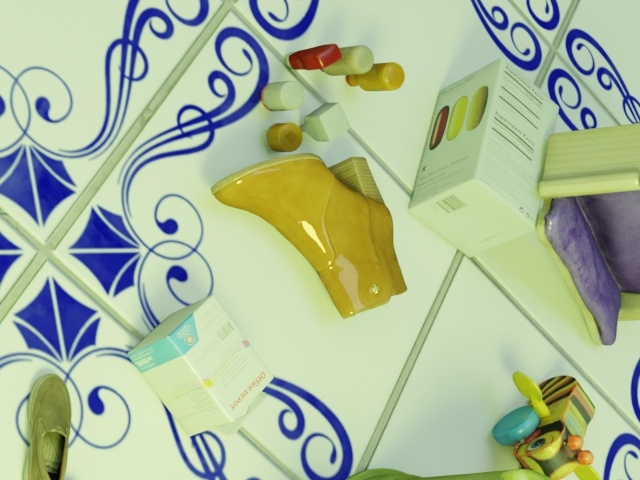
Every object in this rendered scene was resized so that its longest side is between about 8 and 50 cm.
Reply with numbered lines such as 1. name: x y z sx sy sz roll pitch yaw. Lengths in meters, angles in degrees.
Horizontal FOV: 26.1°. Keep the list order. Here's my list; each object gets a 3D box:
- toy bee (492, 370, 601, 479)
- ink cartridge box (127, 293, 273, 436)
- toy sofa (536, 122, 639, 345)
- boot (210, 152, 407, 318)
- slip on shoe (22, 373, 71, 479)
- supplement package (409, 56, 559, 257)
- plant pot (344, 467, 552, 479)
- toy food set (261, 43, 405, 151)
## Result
1. toy bee: 0.326 0.290 1.915 0.195 0.162 0.298 39 50 -25
2. ink cartridge box: -0.134 0.154 1.607 0.143 0.090 0.092 56 46 -10
3. toy sofa: 0.451 0.004 2.064 0.362 0.150 0.177 54 40 -45
4. boot: 0.000 0.000 1.787 0.295 0.104 0.211 -6 76 -48
5. slip on shoe: -0.288 0.206 1.480 0.051 0.041 0.135 25 57 -32
6. supplement package: 0.244 -0.123 2.037 0.134 0.139 0.244 37 50 -26
7. plant pot: 0.172 0.388 1.666 0.276 0.254 0.276 19 60 -36
8. toy food set: -0.007 -0.205 1.900 0.232 0.104 0.111 -37 112 -27
